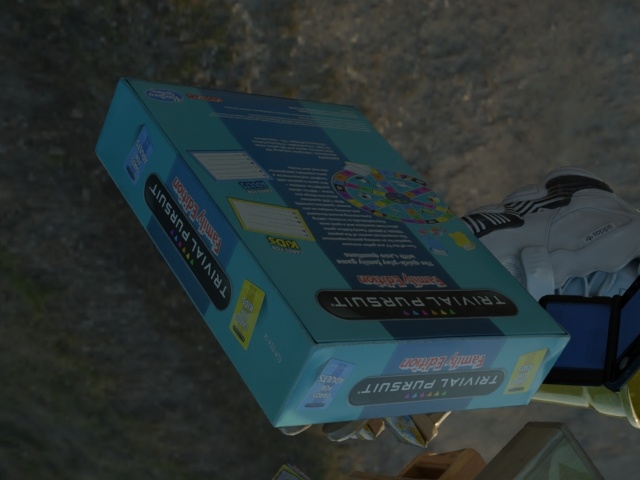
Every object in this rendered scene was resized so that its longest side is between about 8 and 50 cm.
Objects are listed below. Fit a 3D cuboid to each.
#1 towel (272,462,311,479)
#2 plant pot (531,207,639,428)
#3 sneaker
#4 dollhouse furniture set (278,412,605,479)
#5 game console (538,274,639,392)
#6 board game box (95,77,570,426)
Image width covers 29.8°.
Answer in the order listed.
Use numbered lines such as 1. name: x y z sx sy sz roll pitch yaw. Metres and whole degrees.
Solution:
1. towel: -0.013 0.208 0.872 0.083 0.060 0.009 41 177 -5
2. plant pot: 0.286 0.102 1.545 0.254 0.276 0.276 -3 156 25
3. sneaker: 0.250 0.049 1.217 0.366 0.210 0.137 -29 139 -42
4. dollhouse furniture set: 0.129 0.348 1.377 0.256 0.362 0.394 -40 -170 -23
5. game console: 0.234 0.063 1.008 0.071 0.122 0.107 28 128 -3
6. board game box: 0.000 0.000 0.970 0.253 0.336 0.079 2 126 -38
